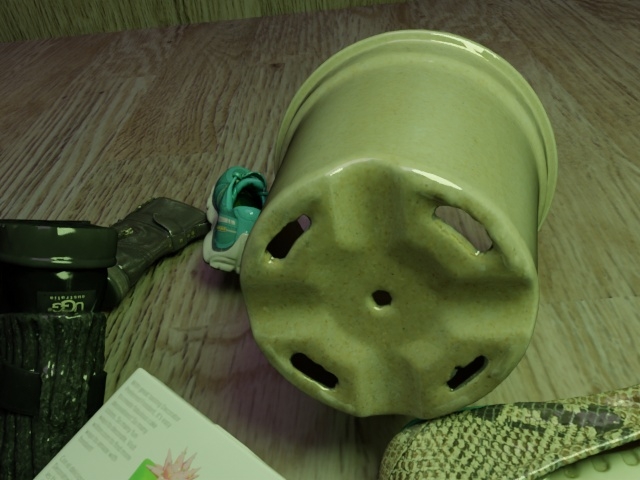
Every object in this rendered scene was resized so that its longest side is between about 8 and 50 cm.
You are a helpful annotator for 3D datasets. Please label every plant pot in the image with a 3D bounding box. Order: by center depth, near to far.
[{"bbox_3d":[0.075,-0.011,0.536,0.333,0.334,0.305,2,26,12],"label":"plant pot"}]

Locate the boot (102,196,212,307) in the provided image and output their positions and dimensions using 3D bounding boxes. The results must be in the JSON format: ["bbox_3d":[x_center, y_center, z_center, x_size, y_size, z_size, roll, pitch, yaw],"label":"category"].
[{"bbox_3d":[-0.319,-0.001,0.854,0.262,0.091,0.229,14,36,20],"label":"boot"}]

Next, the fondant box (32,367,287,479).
[{"bbox_3d":[-0.150,0.282,0.362,0.238,0.096,0.330,23,60,35],"label":"fondant box"}]

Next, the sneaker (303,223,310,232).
[{"bbox_3d":[0.000,0.000,0.785,0.237,0.086,0.085,-35,46,-30],"label":"sneaker"}]

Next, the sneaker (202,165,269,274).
[{"bbox_3d":[-0.107,-0.053,0.823,0.107,0.110,0.275,16,24,-17],"label":"sneaker"}]

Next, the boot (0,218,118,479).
[{"bbox_3d":[-0.309,0.108,0.595,0.131,0.260,0.348,1,3,-31],"label":"boot"}]

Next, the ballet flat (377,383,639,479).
[{"bbox_3d":[0.282,0.175,0.407,0.482,0.164,0.182,-16,24,4],"label":"ballet flat"}]
